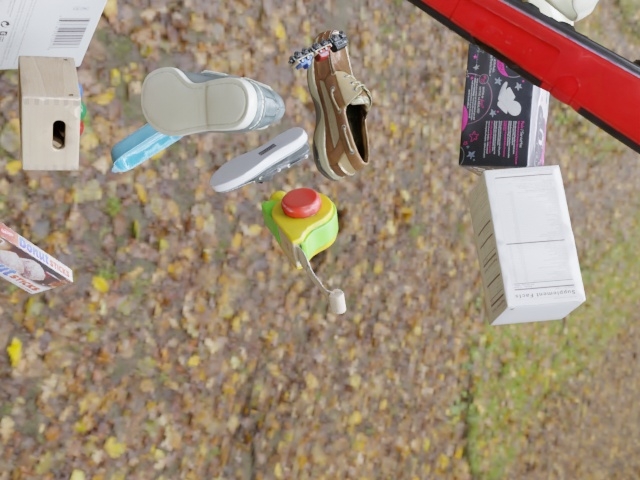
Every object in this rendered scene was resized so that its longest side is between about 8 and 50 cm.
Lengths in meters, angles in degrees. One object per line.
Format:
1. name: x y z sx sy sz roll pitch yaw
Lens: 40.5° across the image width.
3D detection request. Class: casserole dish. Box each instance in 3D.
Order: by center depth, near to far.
1. casserole dish: -0.350 -0.203 1.762 0.037 0.188 0.114 58 -3 6

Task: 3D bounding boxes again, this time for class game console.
1. game console: 0.213 -0.146 0.707 0.060 0.342 0.386 -56 176 19

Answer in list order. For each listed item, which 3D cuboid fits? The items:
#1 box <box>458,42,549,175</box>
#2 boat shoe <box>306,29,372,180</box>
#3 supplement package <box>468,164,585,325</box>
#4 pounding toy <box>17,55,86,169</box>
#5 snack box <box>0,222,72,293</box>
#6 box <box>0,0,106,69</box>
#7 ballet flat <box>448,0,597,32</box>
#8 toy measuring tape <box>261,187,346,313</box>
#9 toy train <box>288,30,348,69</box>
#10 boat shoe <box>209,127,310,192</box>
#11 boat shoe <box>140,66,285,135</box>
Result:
1. box: 0.375 -0.257 1.738 0.163 0.142 0.247 9 87 -64
2. boat shoe: 0.055 -0.290 1.846 0.123 0.120 0.323 7 76 -54
3. supplement package: 0.350 0.011 1.501 0.134 0.139 0.244 98 -13 -71
4. pounding toy: -0.421 -0.196 1.354 0.094 0.206 0.181 -2 129 -20
5. snack box: -0.390 0.024 1.109 0.178 0.064 0.022 56 21 -63
6. box: -0.468 -0.381 1.409 0.182 0.181 0.119 -11 66 -38
7. ballet flat: 0.288 -0.356 1.179 0.164 0.182 0.483 -44 174 -8
8. toy measuring tape: 0.000 0.000 1.469 0.121 0.330 0.121 -15 127 -20
9. toy train: -0.002 -0.354 1.628 0.158 0.027 0.036 -34 93 -38
10. boat shoe: -0.075 -0.095 1.125 0.142 0.049 0.040 -30 127 -8
11. boat shoe: -0.191 -0.231 1.475 0.099 0.320 0.116 -4 101 -44
